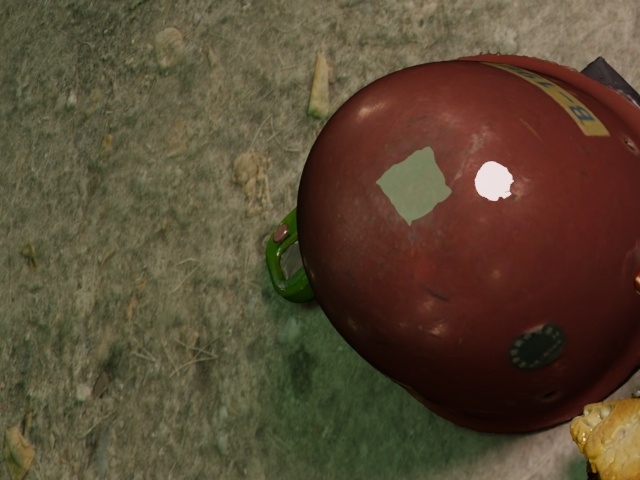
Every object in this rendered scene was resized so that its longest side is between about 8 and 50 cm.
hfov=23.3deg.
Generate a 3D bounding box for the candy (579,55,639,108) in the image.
[{"bbox_3d":[0.177,-0.047,1.496,0.312,0.088,0.061,-40,35,21],"label":"candy"}]

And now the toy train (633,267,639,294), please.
[{"bbox_3d":[0.378,0.018,1.117,0.232,0.163,0.369,-54,31,8],"label":"toy train"}]

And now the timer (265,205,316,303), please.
[{"bbox_3d":[0.000,0.000,1.719,0.140,0.047,0.128,-43,33,18],"label":"timer"}]

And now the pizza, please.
[{"bbox_3d":[0.263,0.177,1.212,0.154,0.069,0.194,-59,27,-6],"label":"pizza"}]

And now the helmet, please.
[{"bbox_3d":[0.103,-0.023,1.345,0.385,0.230,0.338,45,107,33],"label":"helmet"}]
